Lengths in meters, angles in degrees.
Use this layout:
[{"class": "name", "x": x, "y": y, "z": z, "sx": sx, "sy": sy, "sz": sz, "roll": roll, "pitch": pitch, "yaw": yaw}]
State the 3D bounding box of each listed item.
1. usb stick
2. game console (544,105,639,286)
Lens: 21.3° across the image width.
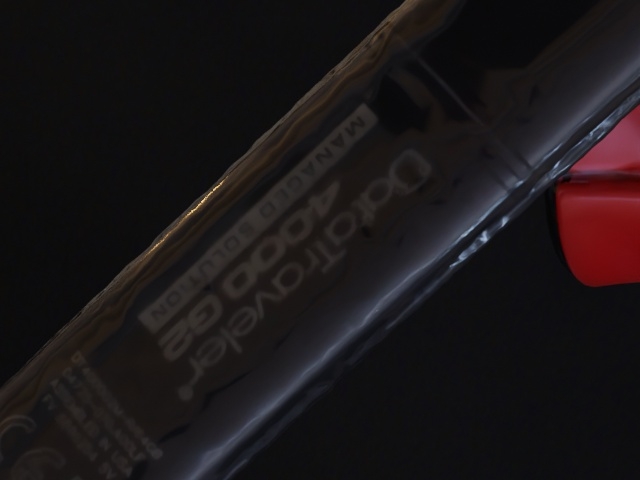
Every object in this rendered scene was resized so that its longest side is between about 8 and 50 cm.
[{"class": "usb stick", "x": 0.000, "y": 0.000, "z": 0.536, "sx": 0.278, "sy": 0.045, "sz": 0.077, "roll": -43, "pitch": -105, "yaw": 5}, {"class": "game console", "x": 0.177, "y": -0.190, "z": 0.704, "sx": 0.060, "sy": 0.342, "sz": 0.386, "roll": 6, "pitch": -156, "yaw": 27}]
